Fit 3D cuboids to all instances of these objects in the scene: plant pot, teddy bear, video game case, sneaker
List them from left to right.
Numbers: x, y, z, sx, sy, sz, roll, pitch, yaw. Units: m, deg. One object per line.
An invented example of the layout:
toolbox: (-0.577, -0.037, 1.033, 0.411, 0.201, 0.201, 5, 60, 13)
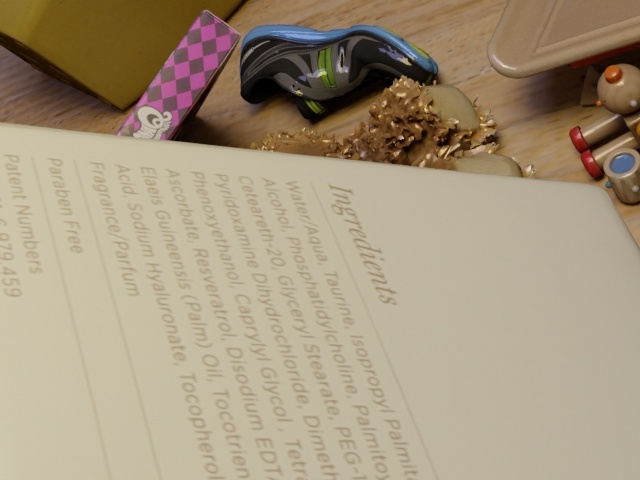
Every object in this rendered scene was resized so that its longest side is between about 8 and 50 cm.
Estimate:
plant pot: (-0.215, -0.243, 1.422, 0.212, 0.212, 0.187, 28, 86, 40)
video game case: (-0.156, -0.051, 1.253, 0.232, 0.042, 0.210, -58, 5, -19)
teddy bear: (0.000, 0.000, 1.186, 0.338, 0.113, 0.245, -40, 53, -12)
sneaker: (0.014, -0.135, 1.302, 0.188, 0.067, 0.078, 4, 77, 32)

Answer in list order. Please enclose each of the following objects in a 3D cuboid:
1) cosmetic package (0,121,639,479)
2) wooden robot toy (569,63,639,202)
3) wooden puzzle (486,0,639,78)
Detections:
cosmetic package: (-0.026, 0.176, 0.781, 0.327, 0.394, 0.329, -112, 36, -43)
wooden robot toy: (0.214, -0.087, 1.130, 0.076, 0.079, 0.173, -27, 47, 9)
wooden puzzle: (0.260, -0.203, 1.175, 0.239, 0.044, 0.221, -10, 34, 32)
